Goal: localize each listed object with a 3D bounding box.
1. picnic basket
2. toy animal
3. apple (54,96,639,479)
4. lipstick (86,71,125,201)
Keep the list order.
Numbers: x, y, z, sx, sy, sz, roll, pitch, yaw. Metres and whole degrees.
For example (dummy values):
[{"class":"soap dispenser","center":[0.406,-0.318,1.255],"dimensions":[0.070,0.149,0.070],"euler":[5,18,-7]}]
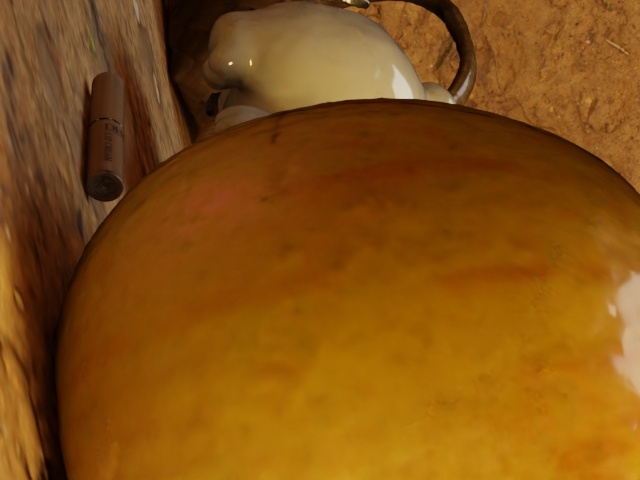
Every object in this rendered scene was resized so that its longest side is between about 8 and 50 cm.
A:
[{"class":"picnic basket","center":[0.015,-0.182,1.265],"dimensions":[0.337,0.337,0.293],"euler":[81,-2,-47]},{"class":"toy animal","center":[-0.007,0.000,0.796],"dimensions":[0.182,0.247,0.310],"euler":[-24,-119,48]},{"class":"apple","center":[0.028,0.074,0.451],"dimensions":[0.286,0.233,0.286],"euler":[-10,90,-90]},{"class":"lipstick","center":[-0.107,-0.053,0.575],"dimensions":[0.094,0.019,0.019],"euler":[-102,-178,-50]}]
